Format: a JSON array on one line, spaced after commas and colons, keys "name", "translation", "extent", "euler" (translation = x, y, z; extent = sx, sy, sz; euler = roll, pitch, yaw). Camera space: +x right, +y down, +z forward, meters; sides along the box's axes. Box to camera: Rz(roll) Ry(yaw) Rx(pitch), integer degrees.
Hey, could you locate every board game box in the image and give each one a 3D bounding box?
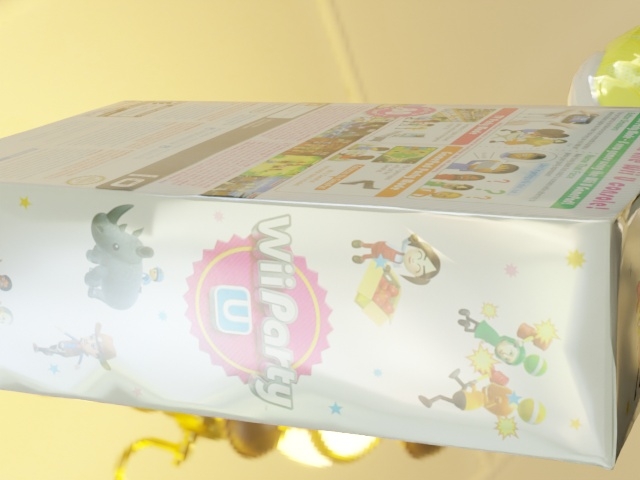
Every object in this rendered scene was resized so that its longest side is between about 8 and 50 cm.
[{"name": "board game box", "translation": [0.000, 0.000, 0.640], "extent": [0.224, 0.303, 0.097], "euler": [-34, -56, -63]}]

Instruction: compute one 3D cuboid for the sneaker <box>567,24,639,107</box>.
[{"name": "sneaker", "translation": [0.337, -0.125, 0.911], "extent": [0.384, 0.147, 0.145], "euler": [-12, -114, -14]}]
